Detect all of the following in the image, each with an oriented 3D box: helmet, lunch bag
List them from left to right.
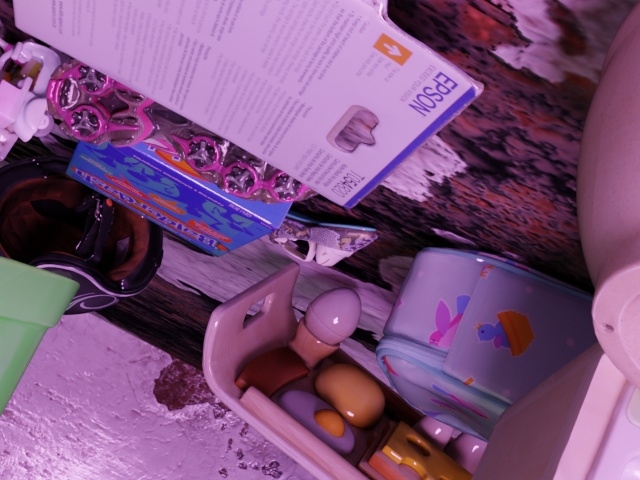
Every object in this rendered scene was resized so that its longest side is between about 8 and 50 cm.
[{"bbox_3d":[-0.258,-0.004,1.030,0.162,0.169,0.169,-2,153,29],"label":"helmet"},{"bbox_3d":[0.185,0.116,0.783,0.279,0.108,0.224,23,165,14],"label":"lunch bag"}]

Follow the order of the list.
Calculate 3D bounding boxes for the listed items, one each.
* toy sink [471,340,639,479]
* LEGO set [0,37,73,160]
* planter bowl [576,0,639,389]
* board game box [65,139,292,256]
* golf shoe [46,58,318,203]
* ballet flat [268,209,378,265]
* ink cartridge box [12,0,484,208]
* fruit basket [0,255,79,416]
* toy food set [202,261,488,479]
[{"bbox_3d":[0.175,0.153,0.548,0.153,0.131,0.234,29,154,1],"label":"toy sink"},{"bbox_3d":[-0.293,-0.104,0.796,0.107,0.132,0.287,40,139,-27],"label":"LEGO set"},{"bbox_3d":[0.154,0.000,0.345,0.162,0.109,0.162,25,151,15],"label":"planter bowl"},{"bbox_3d":[-0.120,-0.052,0.847,0.160,0.047,0.210,29,166,-12],"label":"board game box"},{"bbox_3d":[-0.075,-0.079,0.670,0.186,0.067,0.086,21,-163,4],"label":"golf shoe"},{"bbox_3d":[0.000,0.000,0.833,0.114,0.041,0.041,13,161,43],"label":"ballet flat"},{"bbox_3d":[-0.046,-0.109,0.508,0.224,0.045,0.223,30,163,-7],"label":"ink cartridge box"},{"bbox_3d":[-0.331,-0.038,0.600,0.283,0.392,0.392,1,152,46],"label":"fruit basket"},{"bbox_3d":[0.056,0.142,0.925,0.306,0.092,0.220,37,-163,7],"label":"toy food set"}]
